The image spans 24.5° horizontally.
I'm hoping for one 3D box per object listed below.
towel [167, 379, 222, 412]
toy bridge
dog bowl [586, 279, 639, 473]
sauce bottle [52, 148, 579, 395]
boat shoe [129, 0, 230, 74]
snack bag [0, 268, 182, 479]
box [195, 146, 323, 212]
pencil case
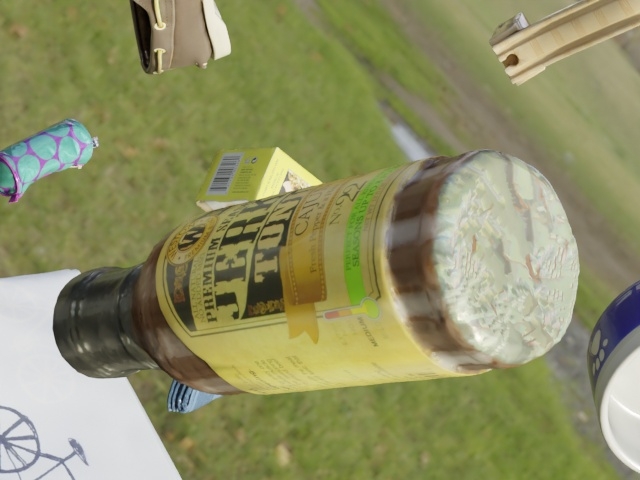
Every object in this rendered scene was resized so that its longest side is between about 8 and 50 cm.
[{"bbox_3d":[-0.100,0.121,1.410,0.029,0.067,0.119,31,26,23],"label":"towel"},{"bbox_3d":[0.155,-0.117,0.603,0.026,0.188,0.063,59,21,-10],"label":"toy bridge"},{"bbox_3d":[0.445,0.154,1.702,0.265,0.265,0.104,41,25,-27],"label":"dog bowl"},{"bbox_3d":[-0.026,0.032,0.809,0.111,0.344,0.111,12,72,-43],"label":"sauce bottle"},{"bbox_3d":[-0.169,-0.278,1.500,0.324,0.096,0.117,78,-14,-64],"label":"boat shoe"},{"bbox_3d":[-0.256,0.142,1.054,0.342,0.037,0.323,-2,45,-39],"label":"snack bag"},{"bbox_3d":[0.000,0.000,1.325,0.087,0.058,0.232,0,-29,48],"label":"box"},{"bbox_3d":[-0.369,-0.109,1.955,0.151,0.064,0.070,-33,108,-46],"label":"pencil case"}]
